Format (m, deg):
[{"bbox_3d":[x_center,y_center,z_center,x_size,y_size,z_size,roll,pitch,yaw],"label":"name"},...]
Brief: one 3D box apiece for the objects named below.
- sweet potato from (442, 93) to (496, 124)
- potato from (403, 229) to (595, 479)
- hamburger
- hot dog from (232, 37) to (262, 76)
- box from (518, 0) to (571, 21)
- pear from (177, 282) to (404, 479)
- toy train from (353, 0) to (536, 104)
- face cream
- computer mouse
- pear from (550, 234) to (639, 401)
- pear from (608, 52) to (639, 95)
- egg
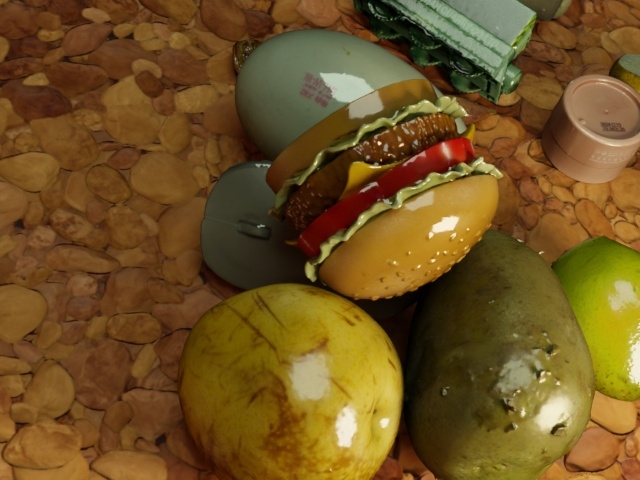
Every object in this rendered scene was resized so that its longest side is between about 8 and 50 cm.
[{"bbox_3d":[0.179,-0.210,1.722,0.218,0.051,0.065,6,54,-8],"label":"sweet potato"},{"bbox_3d":[0.220,0.155,1.381,0.219,0.270,0.359,20,38,-14],"label":"potato"},{"bbox_3d":[0.086,-0.044,1.305,0.274,0.274,0.212,-24,77,-25],"label":"hamburger"},{"bbox_3d":[-0.113,-0.293,1.722,0.058,0.035,0.083,-2,58,-9],"label":"hot dog"},{"bbox_3d":[0.326,-0.522,1.863,0.290,0.220,0.166,21,42,1],"label":"box"},{"bbox_3d":[-0.036,0.186,1.296,0.281,0.281,0.280,6,56,-9],"label":"pear"},{"bbox_3d":[0.208,-0.374,1.758,0.330,0.138,0.178,36,85,11],"label":"toy train"},{"bbox_3d":[0.444,-0.180,1.729,0.149,0.104,0.149,6,56,-9],"label":"face cream"},{"bbox_3d":[0.000,0.001,1.473,0.331,0.095,0.197,11,98,-2],"label":"computer mouse"},{"bbox_3d":[0.407,0.114,1.485,0.187,0.187,0.219,-12,57,-19],"label":"pear"},{"bbox_3d":[0.543,-0.245,1.793,0.141,0.104,0.141,8,28,-4],"label":"pear"},{"bbox_3d":[0.052,-0.172,1.563,0.371,0.230,0.230,25,56,-1],"label":"egg"}]
